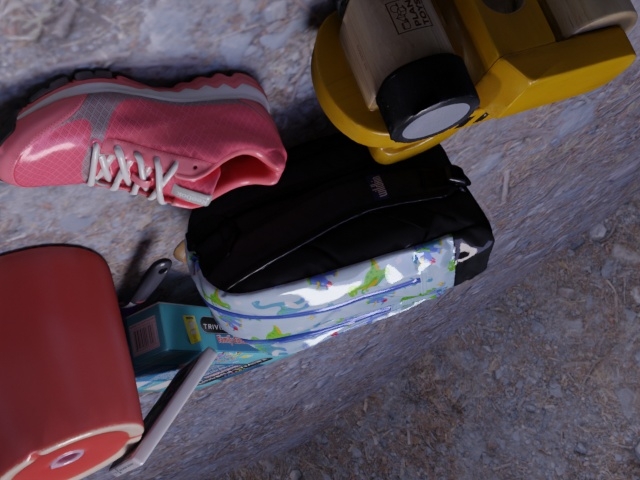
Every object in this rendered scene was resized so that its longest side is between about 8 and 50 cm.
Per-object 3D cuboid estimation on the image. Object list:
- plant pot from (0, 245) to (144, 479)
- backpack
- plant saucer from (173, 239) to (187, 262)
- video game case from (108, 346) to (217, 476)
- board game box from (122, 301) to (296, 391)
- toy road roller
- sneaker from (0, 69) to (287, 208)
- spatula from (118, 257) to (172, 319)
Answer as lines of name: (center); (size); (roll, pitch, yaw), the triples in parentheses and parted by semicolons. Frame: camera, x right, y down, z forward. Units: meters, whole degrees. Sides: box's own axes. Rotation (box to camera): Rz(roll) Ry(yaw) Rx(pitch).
plant pot: (-0.366, 0.182, 0.934); (0.274, 0.243, 0.275); (-25, 157, -11)
backpack: (0.000, 0.000, 0.956); (0.355, 0.290, 0.273); (-16, 143, -16)
plant saucer: (-0.185, 0.013, 1.099); (0.083, 0.015, 0.083); (-26, 158, -11)
video game case: (-0.235, 0.256, 1.058); (0.190, 0.022, 0.173); (-57, -171, -33)
board game box: (-0.242, 0.193, 1.234); (0.253, 0.079, 0.336); (-24, 160, 27)
toy road roller: (0.149, -0.213, 0.800); (0.329, 0.203, 0.240); (-18, 168, -14)
sneaker: (-0.168, -0.092, 0.731); (0.313, 0.136, 0.116); (-15, 153, -32)
spatula: (-0.288, 0.091, 1.083); (0.084, 0.030, 0.296); (-10, 163, -39)
